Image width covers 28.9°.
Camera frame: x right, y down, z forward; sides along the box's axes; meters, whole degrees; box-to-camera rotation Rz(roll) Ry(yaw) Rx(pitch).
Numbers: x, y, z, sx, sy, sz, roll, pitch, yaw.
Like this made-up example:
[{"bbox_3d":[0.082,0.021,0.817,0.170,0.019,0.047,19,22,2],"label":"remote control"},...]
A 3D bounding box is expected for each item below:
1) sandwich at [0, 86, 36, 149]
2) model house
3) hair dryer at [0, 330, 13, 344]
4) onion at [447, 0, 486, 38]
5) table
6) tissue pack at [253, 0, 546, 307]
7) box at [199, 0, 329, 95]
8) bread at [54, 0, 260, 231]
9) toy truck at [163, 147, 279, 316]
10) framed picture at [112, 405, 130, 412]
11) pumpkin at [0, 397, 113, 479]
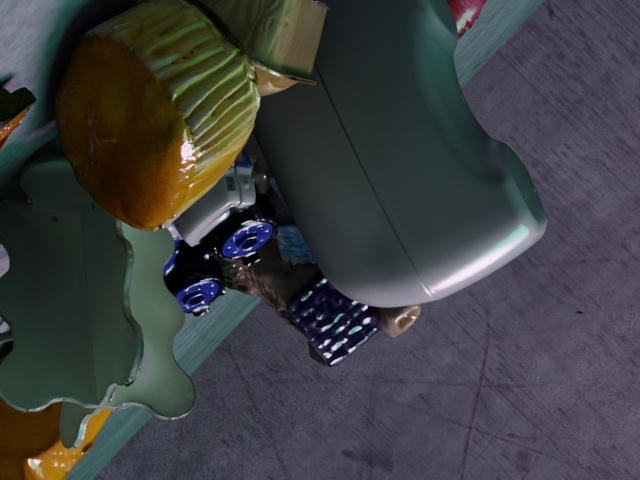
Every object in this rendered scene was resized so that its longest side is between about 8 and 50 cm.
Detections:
[{"bbox_3d":[-0.241,-0.063,0.846,0.101,0.026,0.069,-44,180,34],"label":"sandwich"},{"bbox_3d":[0.002,-0.001,1.549,0.243,0.284,0.298,-44,160,-14],"label":"model house"},{"bbox_3d":[-0.283,0.087,1.334,0.197,0.100,0.057,-14,-155,24],"label":"hair dryer"},{"bbox_3d":[0.108,-0.294,1.390,0.140,0.150,0.150,23,120,-41],"label":"onion"},{"bbox_3d":[-0.187,0.056,1.016,0.166,0.198,0.166,-8,148,-5],"label":"table"},{"bbox_3d":[0.057,-0.097,1.235,0.236,0.333,0.229,-26,179,14],"label":"tissue pack"},{"bbox_3d":[-0.053,-0.170,1.041,0.111,0.111,0.177,-45,175,13],"label":"box"},{"bbox_3d":[-0.127,-0.090,0.916,0.114,0.132,0.190,-42,171,-36],"label":"bread"},{"bbox_3d":[-0.165,-0.028,1.196,0.177,0.161,0.213,2,140,-49],"label":"toy truck"},{"bbox_3d":[-0.216,0.081,1.578,0.216,0.016,0.273,48,58,-85],"label":"framed picture"},{"bbox_3d":[-0.339,0.180,1.066,0.258,0.290,0.095,-74,170,-63],"label":"pumpkin"}]
